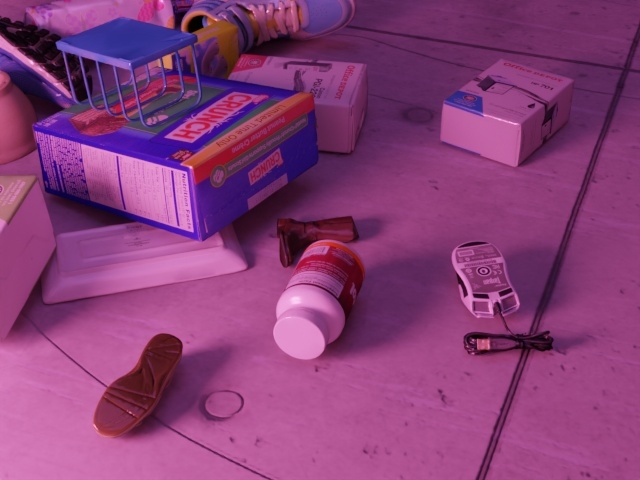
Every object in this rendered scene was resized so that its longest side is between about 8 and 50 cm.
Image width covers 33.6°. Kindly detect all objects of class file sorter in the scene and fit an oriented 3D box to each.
[{"bbox_3d":[-0.263,-0.236,1.484,0.170,0.105,0.118,21,40,39],"label":"file sorter"}]

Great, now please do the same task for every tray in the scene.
[{"bbox_3d":[-0.243,0.011,1.429,0.270,0.030,0.145,-9,35,-13],"label":"tray"}]

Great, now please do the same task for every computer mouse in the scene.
[{"bbox_3d":[0.215,0.074,1.327,0.106,0.042,0.193,-8,41,-3],"label":"computer mouse"}]

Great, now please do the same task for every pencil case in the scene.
[{"bbox_3d":[-0.401,-0.391,1.929,0.273,0.124,0.113,-20,25,-26],"label":"pencil case"}]

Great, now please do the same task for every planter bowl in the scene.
[{"bbox_3d":[-0.528,-0.203,1.668,0.162,0.109,0.162,0,35,0],"label":"planter bowl"}]

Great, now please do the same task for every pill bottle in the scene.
[{"bbox_3d":[-0.003,0.073,1.290,0.086,0.086,0.152,10,37,14],"label":"pill bottle"}]

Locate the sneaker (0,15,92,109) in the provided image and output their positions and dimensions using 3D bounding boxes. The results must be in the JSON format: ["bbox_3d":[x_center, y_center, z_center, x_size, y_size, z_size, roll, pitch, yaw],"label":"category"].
[{"bbox_3d":[-0.538,-0.296,1.799,0.330,0.147,0.130,28,28,7],"label":"sneaker"}]

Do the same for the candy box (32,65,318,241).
[{"bbox_3d":[-0.206,-0.138,1.530,0.317,0.122,0.268,17,36,32],"label":"candy box"}]

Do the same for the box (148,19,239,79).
[{"bbox_3d":[-0.214,-0.294,1.795,0.042,0.109,0.178,28,44,32],"label":"box"}]

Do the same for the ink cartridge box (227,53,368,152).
[{"bbox_3d":[-0.040,-0.223,1.708,0.217,0.092,0.159,7,36,8],"label":"ink cartridge box"}]

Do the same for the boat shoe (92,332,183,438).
[{"bbox_3d":[-0.204,0.171,1.196,0.056,0.048,0.153,21,45,8],"label":"boat shoe"}]

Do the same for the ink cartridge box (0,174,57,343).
[{"bbox_3d":[-0.540,0.018,1.328,0.353,0.119,0.207,1,37,10],"label":"ink cartridge box"}]

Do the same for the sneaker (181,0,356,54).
[{"bbox_3d":[-0.103,-0.391,1.924,0.318,0.127,0.208,-1,32,16],"label":"sneaker"}]

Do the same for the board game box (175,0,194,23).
[{"bbox_3d":[-0.268,-0.529,2.108,0.346,0.056,0.208,-9,70,-13],"label":"board game box"}]

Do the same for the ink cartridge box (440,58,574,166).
[{"bbox_3d":[0.300,-0.207,1.692,0.139,0.082,0.190,22,42,29],"label":"ink cartridge box"}]

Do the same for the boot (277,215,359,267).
[{"bbox_3d":[0.000,0.000,1.442,0.114,0.037,0.106,1,37,-6],"label":"boot"}]
